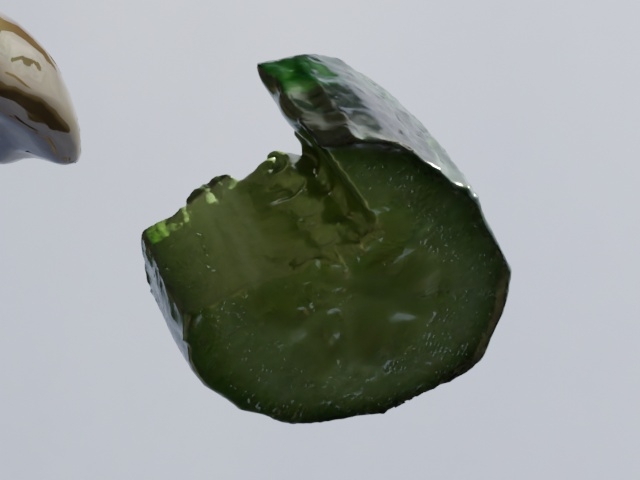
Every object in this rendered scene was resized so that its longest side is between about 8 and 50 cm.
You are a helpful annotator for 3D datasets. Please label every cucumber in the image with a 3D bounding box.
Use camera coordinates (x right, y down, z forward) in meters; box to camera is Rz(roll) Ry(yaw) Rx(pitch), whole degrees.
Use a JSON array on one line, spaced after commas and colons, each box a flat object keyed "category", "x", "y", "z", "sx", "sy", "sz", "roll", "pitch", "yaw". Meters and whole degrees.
[{"category": "cucumber", "x": 0.004, "y": 0.008, "z": 1.065, "sx": 0.191, "sy": 0.191, "sz": 0.130, "roll": -53, "pitch": -153, "yaw": 12}]

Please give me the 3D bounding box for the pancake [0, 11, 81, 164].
[{"category": "pancake", "x": -0.174, "y": -0.020, "z": 0.407, "sx": 0.286, "sy": 0.288, "sz": 0.033, "roll": -4, "pitch": -122, "yaw": 24}]
